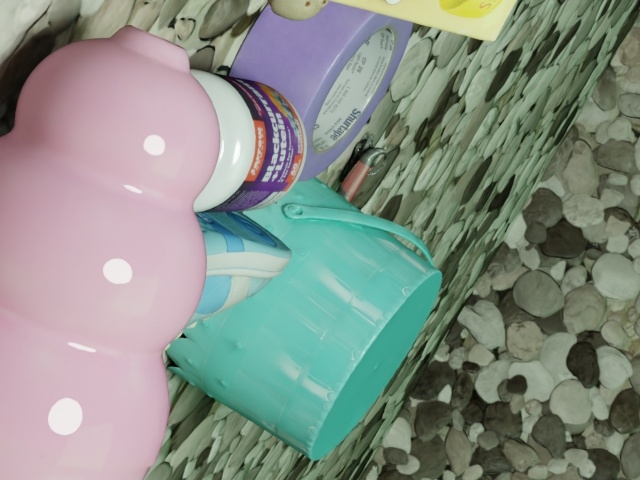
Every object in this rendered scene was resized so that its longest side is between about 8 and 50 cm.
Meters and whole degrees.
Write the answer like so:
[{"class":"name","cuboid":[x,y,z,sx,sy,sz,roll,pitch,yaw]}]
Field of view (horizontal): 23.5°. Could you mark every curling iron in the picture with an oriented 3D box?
[{"class":"curling iron","cuboid":[0.000,0.000,1.774,0.274,0.035,0.068,-59,165,8]}]

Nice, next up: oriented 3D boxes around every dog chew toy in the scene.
[{"class":"dog chew toy","cuboid":[-0.168,0.024,0.976,0.332,0.206,0.206,-67,165,6]}]

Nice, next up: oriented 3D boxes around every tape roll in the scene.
[{"class":"tape roll","cuboid":[-0.002,-0.152,1.355,0.189,0.080,0.189,-52,165,-20]}]

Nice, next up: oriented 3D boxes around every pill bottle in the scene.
[{"class":"pill bottle","cuboid":[-0.088,-0.075,1.173,0.108,0.108,0.193,-60,166,11]}]

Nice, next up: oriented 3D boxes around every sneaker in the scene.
[{"class":"sneaker","cuboid":[-0.153,0.061,1.237,0.208,0.127,0.319,-60,159,12]}]

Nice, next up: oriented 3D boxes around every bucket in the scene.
[{"class":"bucket","cuboid":[-0.011,0.081,1.615,0.281,0.183,0.281,-52,166,-18]}]

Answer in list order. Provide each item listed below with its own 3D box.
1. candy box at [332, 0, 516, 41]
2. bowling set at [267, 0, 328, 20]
[{"class":"candy box","cuboid":[0.001,-0.235,0.846,0.316,0.087,0.183,9,120,-35]},{"class":"bowling set","cuboid":[0.001,-0.205,1.035,0.287,0.200,0.154,-25,147,-57]}]
